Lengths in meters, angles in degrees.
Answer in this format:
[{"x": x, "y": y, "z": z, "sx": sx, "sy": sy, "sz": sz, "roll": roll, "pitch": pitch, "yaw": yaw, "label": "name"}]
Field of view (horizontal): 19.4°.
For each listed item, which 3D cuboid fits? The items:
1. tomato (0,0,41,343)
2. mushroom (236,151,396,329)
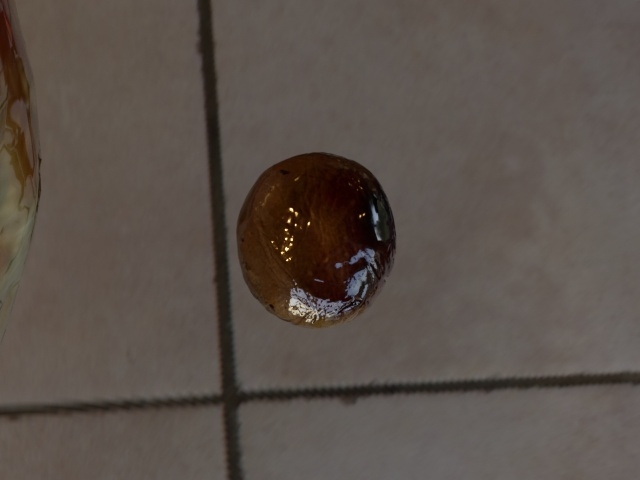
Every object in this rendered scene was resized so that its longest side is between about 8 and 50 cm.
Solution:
[{"x": -0.184, "y": 0.015, "z": 0.318, "sx": 0.239, "sy": 0.303, "sz": 0.303, "roll": 26, "pitch": 73, "yaw": -19, "label": "tomato"}, {"x": 0.000, "y": 0.000, "z": 1.292, "sx": 0.123, "sy": 0.052, "sz": 0.123, "roll": 1, "pitch": 88, "yaw": -16, "label": "mushroom"}]
